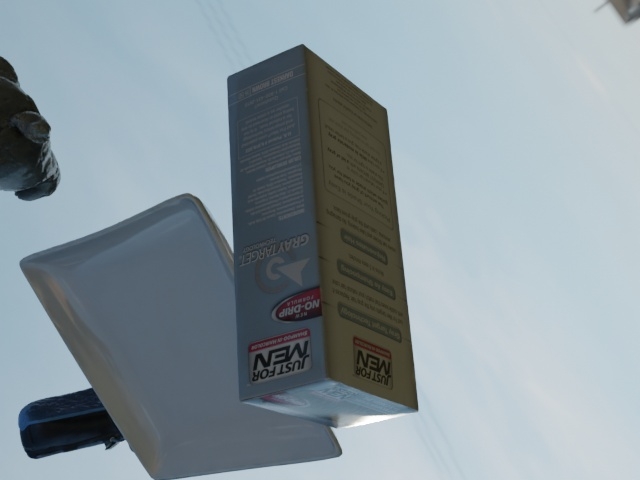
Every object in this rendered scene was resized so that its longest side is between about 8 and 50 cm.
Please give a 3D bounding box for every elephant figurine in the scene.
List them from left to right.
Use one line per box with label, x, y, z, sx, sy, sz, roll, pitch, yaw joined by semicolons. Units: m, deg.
elephant figurine;-0.393;-0.072;1.051;0.169;0.239;0.186;58;163;26

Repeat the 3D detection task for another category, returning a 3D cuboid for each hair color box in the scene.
hair color box;0.000;0.000;1.149;0.185;0.113;0.375;28;-129;-51

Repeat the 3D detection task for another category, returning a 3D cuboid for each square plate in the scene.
square plate;-0.170;0.127;1.266;0.049;0.344;0.347;-42;-71;-46

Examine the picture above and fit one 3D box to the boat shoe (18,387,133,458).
boat shoe;-0.332;0.276;1.625;0.258;0.089;0.109;-4;-158;-18
